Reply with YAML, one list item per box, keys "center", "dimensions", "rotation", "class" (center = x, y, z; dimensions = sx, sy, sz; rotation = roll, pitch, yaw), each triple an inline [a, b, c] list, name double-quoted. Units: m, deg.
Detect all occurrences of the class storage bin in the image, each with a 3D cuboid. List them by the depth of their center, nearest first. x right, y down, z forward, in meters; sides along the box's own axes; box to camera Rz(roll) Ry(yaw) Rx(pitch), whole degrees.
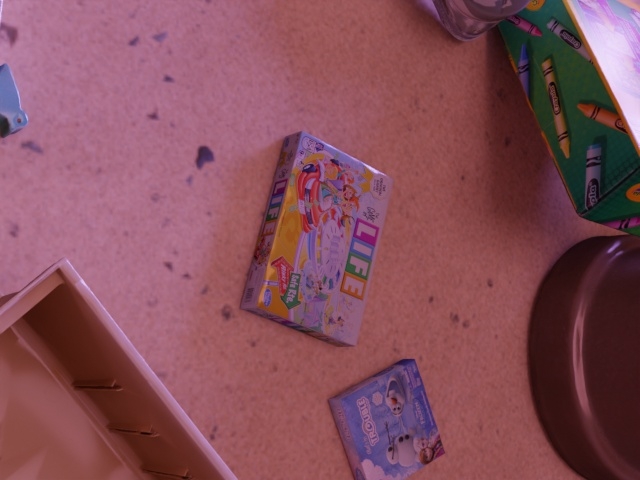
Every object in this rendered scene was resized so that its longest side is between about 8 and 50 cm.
- center: [-0.190, 0.197, 0.575]
  dimensions: [0.260, 0.123, 0.262]
  rotation: [-45, 110, -32]
  class: "storage bin"

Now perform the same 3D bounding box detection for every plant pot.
- center: [0.374, 0.112, 0.935]
  dimensions: [0.263, 0.229, 0.263]
  rotation: [7, 78, -36]
  class: "plant pot"

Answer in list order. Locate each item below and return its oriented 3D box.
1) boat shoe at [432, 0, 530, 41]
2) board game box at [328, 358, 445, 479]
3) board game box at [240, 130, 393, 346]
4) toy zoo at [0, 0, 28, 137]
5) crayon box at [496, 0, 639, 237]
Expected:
- center: [0.111, -0.349, 0.902]
  dimensions: [0.118, 0.103, 0.320]
  rotation: [-18, 88, -17]
  class: "boat shoe"
- center: [0.058, 0.160, 0.826]
  dimensions: [0.090, 0.020, 0.090]
  rotation: [-23, 97, -35]
  class: "board game box"
- center: [0.000, 0.000, 0.802]
  dimensions: [0.103, 0.026, 0.154]
  rotation: [24, 70, -32]
  class: "board game box"
- center: [-0.319, -0.127, 0.586]
  dimensions: [0.293, 0.030, 0.192]
  rotation: [23, 70, -31]
  class: "toy zoo"
- center: [0.281, -0.134, 0.921]
  dimensions: [0.165, 0.081, 0.278]
  rotation: [14, 47, -33]
  class: "crayon box"
